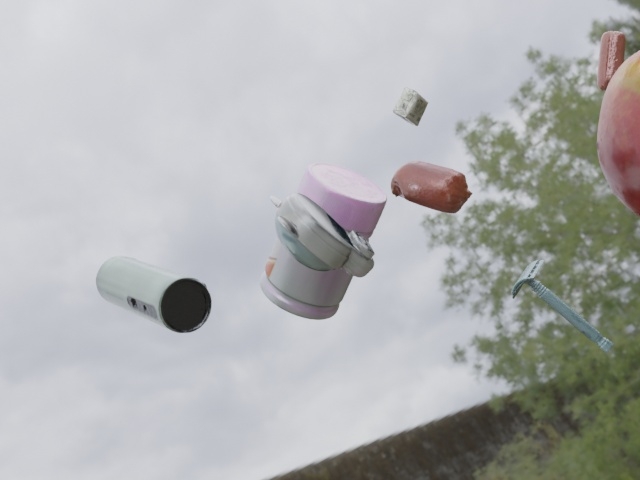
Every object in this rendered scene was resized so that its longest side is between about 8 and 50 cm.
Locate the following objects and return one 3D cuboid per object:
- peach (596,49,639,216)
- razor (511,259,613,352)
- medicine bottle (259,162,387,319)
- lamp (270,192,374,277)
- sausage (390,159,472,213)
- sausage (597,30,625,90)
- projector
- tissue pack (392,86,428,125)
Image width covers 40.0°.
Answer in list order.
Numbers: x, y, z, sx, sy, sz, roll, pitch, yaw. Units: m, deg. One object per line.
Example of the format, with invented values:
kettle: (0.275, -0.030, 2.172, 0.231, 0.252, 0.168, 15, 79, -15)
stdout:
peach: (0.677, -0.191, 1.583, 0.388, 0.388, 0.388, -25, -25, -12)
razor: (0.507, 0.143, 1.813, 0.068, 0.232, 0.106, -55, -9, 32)
medicine bottle: (0.004, 0.001, 2.014, 0.202, 0.202, 0.316, -2, -56, -47)
lamp: (-0.001, 0.002, 1.766, 0.246, 0.179, 0.108, 32, -71, -24)
sausage: (0.328, -0.163, 2.618, 0.148, 0.254, 0.148, -39, -40, -41)
sausage: (0.728, -0.447, 2.201, 0.062, 0.154, 0.062, 8, -10, 1)
projector: (-0.333, 0.100, 1.725, 0.108, 0.108, 0.337, -14, 14, -32)
tissue pack: (0.193, -0.286, 1.875, 0.062, 0.042, 0.083, -63, -24, 6)
